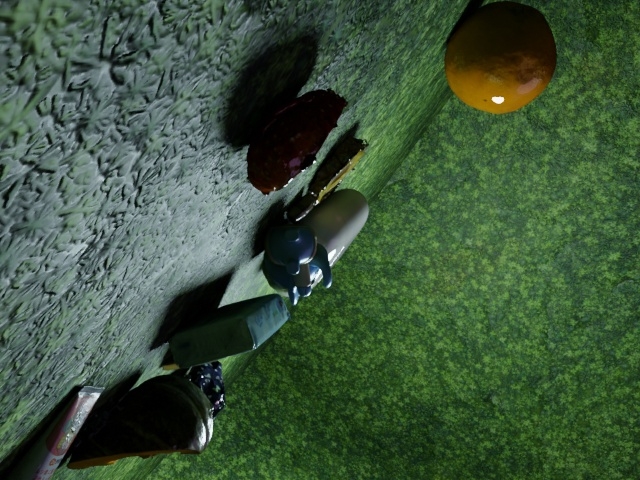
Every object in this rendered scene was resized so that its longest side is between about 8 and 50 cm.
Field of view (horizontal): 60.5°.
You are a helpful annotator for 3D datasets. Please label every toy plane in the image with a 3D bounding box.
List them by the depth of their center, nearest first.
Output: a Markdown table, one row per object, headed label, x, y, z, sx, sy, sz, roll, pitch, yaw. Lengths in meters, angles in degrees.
| label | x | y | z | sx | sy | sz | roll | pitch | yaw |
| --- | --- | --- | --- | --- | --- | --- | --- | --- | --- |
| toy plane | -0.394 | 0.320 | 0.987 | 0.120 | 0.031 | 0.049 | -45 | 177 | -34 |

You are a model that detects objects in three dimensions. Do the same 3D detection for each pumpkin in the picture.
| label | x | y | z | sx | sy | sz | roll | pitch | yaw |
| --- | --- | --- | --- | --- | --- | --- | --- | --- | --- |
| pumpkin | -0.355 | 0.336 | 1.053 | 0.279 | 0.162 | 0.111 | -8 | 154 | -2 |

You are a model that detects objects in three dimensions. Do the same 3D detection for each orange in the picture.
| label | x | y | z | sx | sy | sz | roll | pitch | yaw |
| --- | --- | --- | --- | --- | --- | --- | --- | --- | --- |
| orange | 0.510 | -0.519 | 1.558 | 0.312 | 0.312 | 0.312 | -51 | 174 | -7 |

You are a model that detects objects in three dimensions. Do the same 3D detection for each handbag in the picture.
| label | x | y | z | sx | sy | sz | roll | pitch | yaw |
| --- | --- | --- | --- | --- | --- | --- | --- | --- | --- |
| handbag | -0.335 | 0.421 | 1.494 | 0.162 | 0.113 | 0.260 | -51 | -160 | 3 |

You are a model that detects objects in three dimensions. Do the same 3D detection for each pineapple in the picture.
| label | x | y | z | sx | sy | sz | roll | pitch | yaw |
| --- | --- | --- | --- | --- | --- | --- | --- | --- | --- |
| pineapple | 0.039 | -0.169 | 1.318 | 0.221 | 0.047 | 0.221 | -48 | 175 | -5 |

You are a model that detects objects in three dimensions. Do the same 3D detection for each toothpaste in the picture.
| label | x | y | z | sx | sy | sz | roll | pitch | yaw |
| --- | --- | --- | --- | --- | --- | --- | --- | --- | --- |
| toothpaste | -0.405 | 0.315 | 0.802 | 0.234 | 0.057 | 0.089 | -58 | 173 | -15 |

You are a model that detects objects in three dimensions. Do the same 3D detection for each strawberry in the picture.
| label | x | y | z | sx | sy | sz | roll | pitch | yaw |
| --- | --- | --- | --- | --- | --- | --- | --- | --- | --- |
| strawberry | -0.040 | -0.142 | 0.726 | 0.121 | 0.082 | 0.188 | -26 | -152 | 54 |

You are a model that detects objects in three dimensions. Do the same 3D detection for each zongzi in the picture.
| label | x | y | z | sx | sy | sz | roll | pitch | yaw |
| --- | --- | --- | --- | --- | --- | --- | --- | --- | --- |
| zongzi | -0.054 | -0.069 | 1.262 | 0.076 | 0.040 | 0.083 | -43 | -171 | -18 |

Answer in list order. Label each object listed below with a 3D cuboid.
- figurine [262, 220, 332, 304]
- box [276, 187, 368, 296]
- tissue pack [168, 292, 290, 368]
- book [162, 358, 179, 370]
| label | x | y | z | sx | sy | sz | roll | pitch | yaw |
| --- | --- | --- | --- | --- | --- | --- | --- | --- | --- |
| figurine | -0.062 | 0.047 | 1.252 | 0.154 | 0.179 | 0.262 | -32 | 180 | -6 |
| box | 0.001 | 0.001 | 1.560 | 0.288 | 0.141 | 0.349 | -54 | 174 | 29 |
| tissue pack | -0.187 | 0.185 | 1.184 | 0.177 | 0.089 | 0.263 | -17 | 180 | 13 |
| book | -0.265 | 0.256 | 1.293 | 0.139 | 0.016 | 0.199 | -14 | -175 | 15 |
